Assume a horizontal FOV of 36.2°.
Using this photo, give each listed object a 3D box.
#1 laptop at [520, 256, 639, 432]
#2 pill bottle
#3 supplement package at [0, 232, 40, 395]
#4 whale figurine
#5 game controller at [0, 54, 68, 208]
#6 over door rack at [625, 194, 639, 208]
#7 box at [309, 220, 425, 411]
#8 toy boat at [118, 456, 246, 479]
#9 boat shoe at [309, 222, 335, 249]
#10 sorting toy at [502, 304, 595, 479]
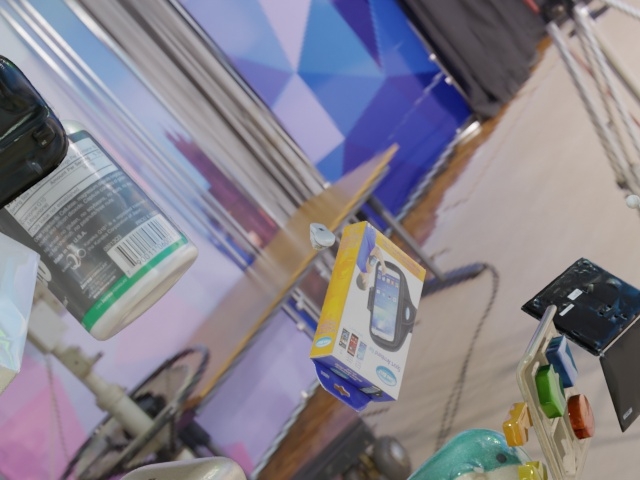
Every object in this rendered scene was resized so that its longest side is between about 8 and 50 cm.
[{"bbox_3d":[0.539,0.190,1.876,0.234,0.264,0.136,-31,-37,-40],"label":"laptop"},{"bbox_3d":[-0.370,-0.046,1.447,0.204,0.361,0.204,-43,-2,-2],"label":"pill bottle"},{"bbox_3d":[-0.415,0.107,0.880,0.263,0.199,0.198,-49,27,18],"label":"supplement package"},{"bbox_3d":[0.186,0.365,1.453,0.272,0.141,0.216,-12,-32,-12],"label":"whale figurine"},{"bbox_3d":[-0.455,-0.079,1.128,0.319,0.166,0.067,-38,-1,-14],"label":"game controller"},{"bbox_3d":[0.527,-0.016,1.395,0.108,0.324,0.239,-9,47,0],"label":"over door rack"},{"bbox_3d":[0.038,0.063,0.768,0.028,0.081,0.136,-17,47,41],"label":"box"},{"bbox_3d":[-0.153,0.315,0.977,0.151,0.151,0.231,-12,9,30],"label":"toy boat"},{"bbox_3d":[0.000,0.000,1.677,0.100,0.035,0.035,-131,46,-66],"label":"boat shoe"},{"bbox_3d":[0.310,0.238,1.283,0.041,0.229,0.307,-12,12,26],"label":"sorting toy"}]
